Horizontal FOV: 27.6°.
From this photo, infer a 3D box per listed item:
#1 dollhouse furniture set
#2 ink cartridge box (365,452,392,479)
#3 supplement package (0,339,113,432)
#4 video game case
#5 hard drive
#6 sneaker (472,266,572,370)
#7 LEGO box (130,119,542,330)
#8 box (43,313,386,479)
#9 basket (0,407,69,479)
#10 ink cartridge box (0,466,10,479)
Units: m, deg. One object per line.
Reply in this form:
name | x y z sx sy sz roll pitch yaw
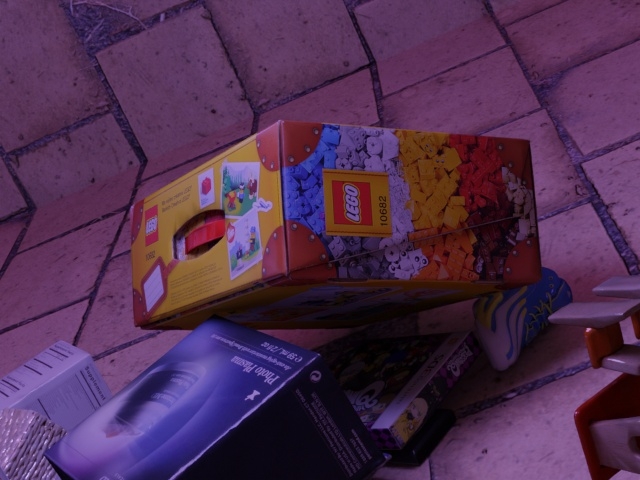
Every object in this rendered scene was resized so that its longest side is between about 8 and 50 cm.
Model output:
dollhouse furniture set | 0.343 0.156 1.325 0.259 0.262 0.135 -26 14 -39
ink cartridge box | -0.043 0.341 1.614 0.223 0.045 0.224 -2 33 50
supplement package | -0.464 0.290 2.096 0.244 0.139 0.134 -34 23 -24
video game case | 0.074 0.202 1.752 0.232 0.041 0.210 -10 26 47
hard drive | 0.099 0.252 1.701 0.135 0.022 0.094 -5 29 45
sneaker | 0.280 0.091 1.785 0.126 0.091 0.240 -19 21 15
LEGO box | 0.000 0.000 1.785 0.373 0.193 0.500 2 -11 -29
box | -0.136 0.262 1.586 0.294 0.182 0.296 -40 23 -20
basket | -0.451 0.339 1.943 0.113 0.103 0.167 -4 50 47
ink cartridge box | -0.461 0.423 1.675 0.122 0.211 0.289 -25 19 6
